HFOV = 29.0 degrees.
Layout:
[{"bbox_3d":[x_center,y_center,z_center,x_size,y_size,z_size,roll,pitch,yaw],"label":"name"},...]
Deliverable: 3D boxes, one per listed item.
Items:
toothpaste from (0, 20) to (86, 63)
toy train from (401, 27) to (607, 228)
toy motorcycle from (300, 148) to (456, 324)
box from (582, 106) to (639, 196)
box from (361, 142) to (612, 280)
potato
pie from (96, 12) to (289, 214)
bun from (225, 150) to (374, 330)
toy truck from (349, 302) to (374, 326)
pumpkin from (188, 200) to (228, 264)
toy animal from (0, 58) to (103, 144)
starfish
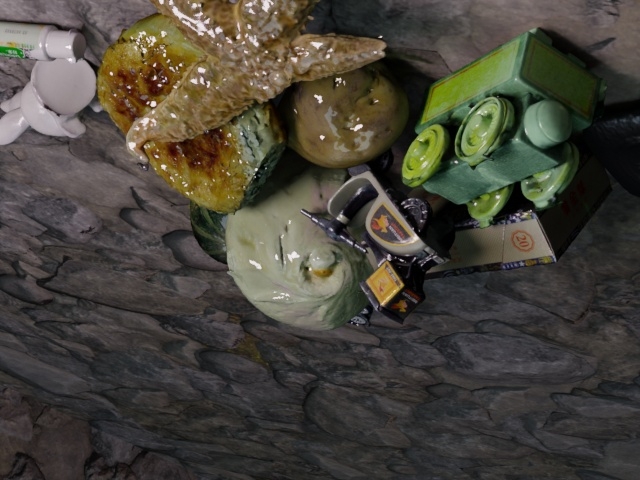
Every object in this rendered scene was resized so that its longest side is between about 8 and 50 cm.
[{"bbox_3d":[-0.482,-0.295,1.790,0.314,0.056,0.058,8,114,22],"label":"toothpaste"},{"bbox_3d":[0.223,-0.138,1.570,0.159,0.188,0.271,27,155,-23],"label":"toy train"},{"bbox_3d":[0.082,-0.025,1.695,0.157,0.263,0.091,-46,135,12],"label":"toy motorcycle"},{"bbox_3d":[0.472,-0.116,1.651,0.201,0.042,0.212,-5,148,39],"label":"box"},{"bbox_3d":[0.233,-0.035,1.758,0.310,0.198,0.084,-10,114,43],"label":"box"},{"bbox_3d":[0.029,-0.172,1.671,0.155,0.137,0.200,53,147,-5],"label":"potato"},{"bbox_3d":[-0.184,-0.176,1.725,0.288,0.103,0.355,44,149,2],"label":"pie"},{"bbox_3d":[0.000,0.000,1.856,0.283,0.283,0.179,25,177,-22],"label":"bun"},{"bbox_3d":[0.037,0.038,2.111,0.155,0.124,0.268,18,157,4],"label":"toy truck"},{"bbox_3d":[-0.123,-0.044,1.993,0.190,0.146,0.190,-1,124,-2],"label":"pumpkin"},{"bbox_3d":[-0.418,-0.197,1.887,0.130,0.104,0.220,26,153,-25],"label":"toy animal"},{"bbox_3d":[-0.136,-0.268,1.494,0.432,0.082,0.324,-11,120,35],"label":"starfish"}]
